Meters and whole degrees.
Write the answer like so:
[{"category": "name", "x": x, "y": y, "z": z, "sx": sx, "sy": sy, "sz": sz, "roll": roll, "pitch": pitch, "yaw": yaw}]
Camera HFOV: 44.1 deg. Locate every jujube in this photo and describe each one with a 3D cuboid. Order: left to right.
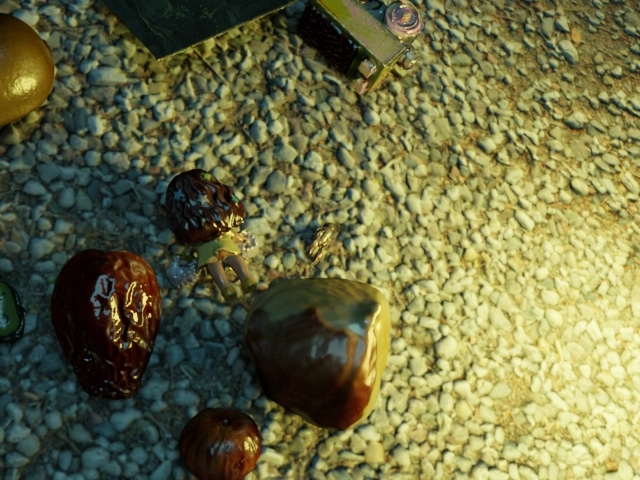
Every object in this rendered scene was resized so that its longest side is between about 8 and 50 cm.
[{"category": "jujube", "x": -0.332, "y": 0.130, "z": 1.236, "sx": 0.168, "sy": 0.168, "sz": 0.236, "roll": -3, "pitch": 86, "yaw": -18}]

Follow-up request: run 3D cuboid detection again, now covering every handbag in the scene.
[{"category": "handbag", "x": -0.502, "y": 0.109, "z": 1.240, "sx": 0.072, "sy": 0.047, "sz": 0.111, "roll": -10, "pitch": 76, "yaw": -21}]

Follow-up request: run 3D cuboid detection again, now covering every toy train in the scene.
[{"category": "toy train", "x": 0.081, "y": -0.428, "z": 1.568, "sx": 0.261, "sy": 0.134, "sz": 0.177, "roll": 45, "pitch": 65, "yaw": 3}]

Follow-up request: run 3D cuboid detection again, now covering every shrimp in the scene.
[{"category": "shrimp", "x": -0.002, "y": 0.000, "z": 1.439, "sx": 0.029, "sy": 0.038, "sz": 0.092, "roll": 6, "pitch": 61, "yaw": 32}]

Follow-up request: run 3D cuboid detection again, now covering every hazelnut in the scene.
[{"category": "hazelnut", "x": 0.014, "y": 0.167, "z": 1.273, "sx": 0.261, "sy": 0.241, "sz": 0.261, "roll": 19, "pitch": 40, "yaw": -17}]

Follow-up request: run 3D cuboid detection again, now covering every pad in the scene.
[{"category": "pad", "x": -0.210, "y": -0.473, "z": 1.470, "sx": 0.367, "sy": 0.007, "sz": 0.247, "roll": -30, "pitch": 63, "yaw": -24}]

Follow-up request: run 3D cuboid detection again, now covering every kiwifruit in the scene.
[{"category": "kiwifruit", "x": -0.552, "y": -0.276, "z": 1.289, "sx": 0.234, "sy": 0.196, "sz": 0.196, "roll": -31, "pitch": 82, "yaw": -28}]

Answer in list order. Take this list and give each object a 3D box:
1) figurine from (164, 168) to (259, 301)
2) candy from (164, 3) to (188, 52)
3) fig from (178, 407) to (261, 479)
[{"category": "figurine", "x": -0.186, "y": -0.008, "z": 1.341, "sx": 0.174, "sy": 0.116, "sz": 0.240, "roll": -20, "pitch": 78, "yaw": -22}, {"category": "candy", "x": -0.341, "y": -0.469, "z": 1.500, "sx": 0.305, "sy": 0.091, "sz": 0.083, "roll": 47, "pitch": 31, "yaw": 16}, {"category": "fig", "x": -0.147, "y": 0.331, "z": 1.233, "sx": 0.128, "sy": 0.128, "sz": 0.150, "roll": -40, "pitch": 112, "yaw": -25}]
